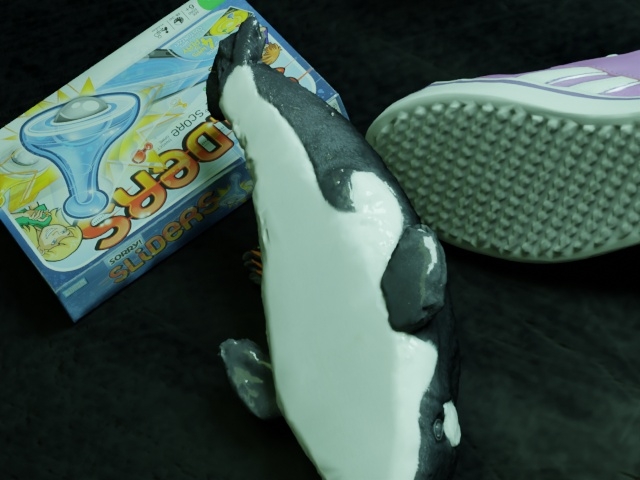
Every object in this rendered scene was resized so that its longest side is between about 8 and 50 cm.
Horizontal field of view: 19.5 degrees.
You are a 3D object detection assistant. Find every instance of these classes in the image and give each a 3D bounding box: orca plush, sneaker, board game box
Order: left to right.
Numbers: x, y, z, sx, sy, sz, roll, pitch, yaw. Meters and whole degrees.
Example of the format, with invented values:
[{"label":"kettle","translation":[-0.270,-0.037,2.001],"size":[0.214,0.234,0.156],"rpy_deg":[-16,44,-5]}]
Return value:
[{"label":"board game box","translation":[-0.101,-0.058,1.116],"size":[0.201,0.035,0.136],"rpy_deg":[-36,53,-9]},{"label":"orca plush","translation":[0.017,0.021,1.001],"size":[0.151,0.102,0.287],"rpy_deg":[-52,52,24]},{"label":"sneaker","translation":[0.173,-0.066,1.011],"size":[0.282,0.102,0.161],"rpy_deg":[1,30,30]}]

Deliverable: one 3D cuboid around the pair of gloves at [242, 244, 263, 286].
[{"label":"pair of gloves","translation":[0.000,0.000,1.058],"size":[0.074,0.010,0.083],"rpy_deg":[20,61,29]}]
